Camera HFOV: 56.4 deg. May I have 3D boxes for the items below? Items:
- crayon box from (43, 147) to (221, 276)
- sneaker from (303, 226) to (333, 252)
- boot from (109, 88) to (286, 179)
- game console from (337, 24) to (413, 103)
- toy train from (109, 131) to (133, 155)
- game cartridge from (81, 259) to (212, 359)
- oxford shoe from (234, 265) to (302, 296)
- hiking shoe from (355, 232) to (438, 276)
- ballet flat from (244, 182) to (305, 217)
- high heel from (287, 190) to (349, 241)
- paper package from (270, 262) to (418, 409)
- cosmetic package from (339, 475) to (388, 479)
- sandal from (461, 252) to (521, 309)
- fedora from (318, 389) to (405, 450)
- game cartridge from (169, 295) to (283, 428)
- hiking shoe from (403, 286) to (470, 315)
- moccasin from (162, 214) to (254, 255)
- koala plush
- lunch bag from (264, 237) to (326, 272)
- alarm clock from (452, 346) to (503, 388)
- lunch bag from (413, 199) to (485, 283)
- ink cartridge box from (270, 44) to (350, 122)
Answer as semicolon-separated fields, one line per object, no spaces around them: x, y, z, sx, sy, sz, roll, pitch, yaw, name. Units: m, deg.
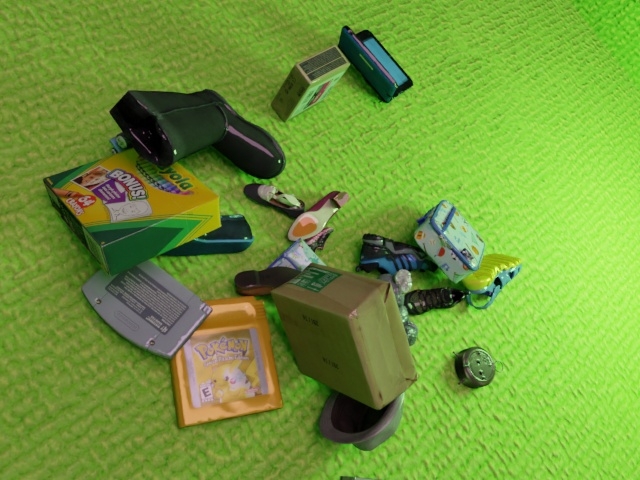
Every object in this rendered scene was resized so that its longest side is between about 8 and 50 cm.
-0.486;-0.100;1.545;0.313;0.106;0.363;-28;48;-30;crayon box
0.000;0.000;1.883;0.119;0.047;0.057;-35;106;-31;sneaker
-0.313;-0.276;1.653;0.367;0.146;0.445;39;19;3;boot
0.220;-0.676;2.202;0.173;0.250;0.293;-41;89;-6;game console
-0.519;-0.302;1.724;0.184;0.105;0.080;-36;86;-33;toy train
-0.457;0.165;1.551;0.297;0.062;0.198;37;68;5;game cartridge
-0.139;0.124;1.717;0.212;0.076;0.076;-1;51;-4;oxford shoe
0.249;0.070;1.947;0.304;0.113;0.132;16;93;-25;hiking shoe
-0.136;-0.135;1.855;0.203;0.074;0.074;25;60;-13;ballet flat
-0.018;-0.078;1.900;0.244;0.117;0.082;-44;101;-14;high heel
0.061;0.241;1.585;0.168;0.324;0.310;-32;117;-32;paper package
0.168;0.713;1.615;0.237;0.107;0.127;14;66;-23;cosmetic package
0.590;0.138;2.068;0.317;0.126;0.138;-23;116;-38;sandal
0.135;0.481;1.658;0.124;0.243;0.275;58;43;-28;fedora
-0.263;0.317;1.612;0.285;0.052;0.324;-4;71;-26;game cartridge
0.369;0.183;1.929;0.226;0.114;0.086;-7;71;-27;hiking shoe
-0.358;-0.026;1.686;0.341;0.137;0.117;4;62;-39;moccasin
0.201;0.203;1.811;0.203;0.196;0.221;18;61;-30;koala plush
-0.076;0.089;1.778;0.151;0.096;0.129;-43;93;-19;lunch bag
0.521;0.410;1.938;0.192;0.064;0.129;4;67;-27;alarm clock
0.425;-0.007;1.973;0.243;0.115;0.303;50;27;-2;lunch bag
-0.036;-0.514;1.967;0.193;0.234;0.088;-35;86;-31;ink cartridge box
